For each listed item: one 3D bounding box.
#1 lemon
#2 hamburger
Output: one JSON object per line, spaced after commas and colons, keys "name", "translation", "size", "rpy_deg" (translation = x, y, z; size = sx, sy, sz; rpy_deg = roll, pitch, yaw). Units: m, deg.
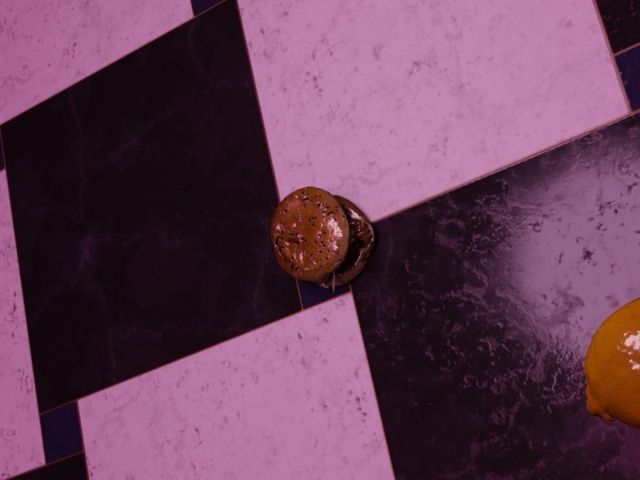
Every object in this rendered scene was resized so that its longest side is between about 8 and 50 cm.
{"name": "lemon", "translation": [0.480, 0.170, 1.751], "size": [0.257, 0.188, 0.188], "rpy_deg": [-36, 63, 24]}
{"name": "hamburger", "translation": [0.000, 0.000, 2.144], "size": [0.177, 0.113, 0.185], "rpy_deg": [-19, 69, 27]}
